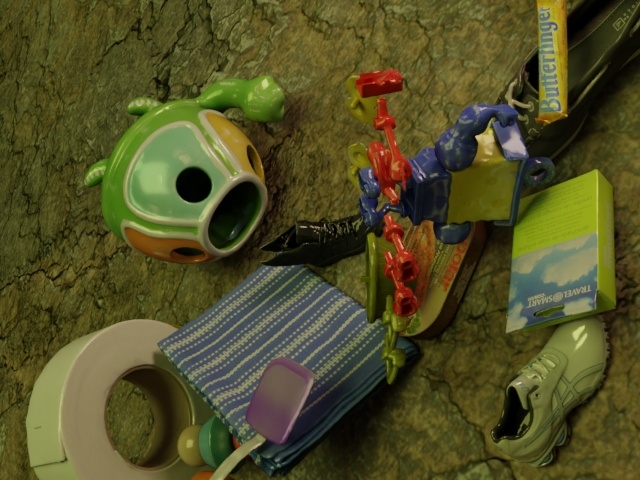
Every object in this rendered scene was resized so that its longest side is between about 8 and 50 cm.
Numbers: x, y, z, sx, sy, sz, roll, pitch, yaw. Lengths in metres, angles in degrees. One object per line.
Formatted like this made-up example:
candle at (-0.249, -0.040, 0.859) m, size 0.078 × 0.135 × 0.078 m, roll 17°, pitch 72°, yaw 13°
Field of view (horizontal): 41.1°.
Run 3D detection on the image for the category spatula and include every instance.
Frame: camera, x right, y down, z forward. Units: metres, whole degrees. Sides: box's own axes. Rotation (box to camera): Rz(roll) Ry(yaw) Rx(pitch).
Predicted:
spatula at (-0.107, 0.267, 0.981) m, size 0.084 × 0.030 × 0.296 m, roll 23°, pitch 72°, yaw 45°

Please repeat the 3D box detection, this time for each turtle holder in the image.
turtle holder at (-0.185, -0.102, 1.367) m, size 0.227 × 0.243 × 0.320 m, roll 29°, pitch 56°, yaw 35°

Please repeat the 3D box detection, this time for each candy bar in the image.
candy bar at (0.251, -0.199, 0.923) m, size 0.040 × 0.018 × 0.162 m, roll -11°, pitch 71°, yaw 48°

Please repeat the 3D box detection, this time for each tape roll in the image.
tape roll at (-0.272, 0.261, 1.231) m, size 0.100 × 0.286 × 0.286 m, roll -20°, pitch 59°, yaw 42°

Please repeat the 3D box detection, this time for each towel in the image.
towel at (-0.056, 0.144, 1.139) m, size 0.243 × 0.040 × 0.336 m, roll -38°, pitch 39°, yaw -16°

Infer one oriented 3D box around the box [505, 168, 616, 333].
box at (0.254, 0.019, 0.901) m, size 0.109 × 0.042 × 0.178 m, roll -23°, pitch 41°, yaw 40°

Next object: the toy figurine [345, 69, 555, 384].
toy figurine at (0.157, -0.023, 0.926) m, size 0.363 × 0.217 × 0.191 m, roll 86°, pitch 169°, yaw -46°

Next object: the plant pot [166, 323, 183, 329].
plant pot at (-0.265, 0.184, 1.420) m, size 0.081 × 0.081 × 0.083 m, roll 2°, pitch 87°, yaw 49°

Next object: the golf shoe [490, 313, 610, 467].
golf shoe at (0.233, 0.146, 0.872) m, size 0.069 × 0.086 × 0.176 m, roll 22°, pitch 89°, yaw 52°

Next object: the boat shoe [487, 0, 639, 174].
boat shoe at (0.281, -0.204, 0.960) m, size 0.335 × 0.095 × 0.112 m, roll -47°, pitch 45°, yaw 24°

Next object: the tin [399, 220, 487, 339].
tin at (0.141, 0.033, 1.061) m, size 0.106 × 0.040 × 0.190 m, roll 28°, pitch 94°, yaw 54°

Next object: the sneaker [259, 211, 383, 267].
sneaker at (0.000, -0.002, 1.192) m, size 0.170 × 0.089 × 0.051 m, roll -30°, pitch 53°, yaw 37°

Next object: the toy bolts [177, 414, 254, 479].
toy bolts at (-0.147, 0.329, 1.129) m, size 0.158 × 0.218 × 0.229 m, roll -15°, pitch 55°, yaw 29°
